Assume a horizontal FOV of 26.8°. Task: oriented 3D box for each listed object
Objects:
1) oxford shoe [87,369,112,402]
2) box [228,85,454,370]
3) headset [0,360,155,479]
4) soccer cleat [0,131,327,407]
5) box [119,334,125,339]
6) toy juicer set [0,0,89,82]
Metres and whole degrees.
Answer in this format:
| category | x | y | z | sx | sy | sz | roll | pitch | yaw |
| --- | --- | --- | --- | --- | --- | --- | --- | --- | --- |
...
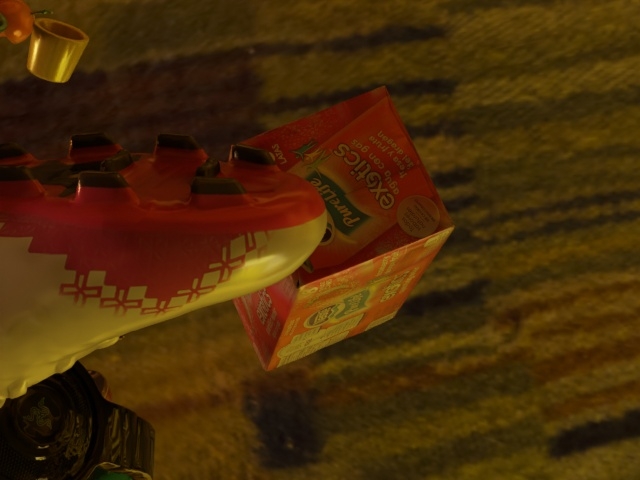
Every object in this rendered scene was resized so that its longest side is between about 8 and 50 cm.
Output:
| category | x | y | z | sx | sy | sz | roll | pitch | yaw |
| --- | --- | --- | --- | --- | --- | --- | --- | --- | --- |
| oxford shoe | -0.265 | 0.188 | 1.294 | 0.076 | 0.212 | 0.076 | 42 | 36 | -27 |
| box | 0.000 | 0.000 | 1.054 | 0.128 | 0.257 | 0.122 | -22 | 76 | -14 |
| headset | -0.294 | 0.126 | 1.071 | 0.394 | 0.243 | 0.185 | 37 | 49 | -57 |
| soccer cleat | -0.158 | 0.029 | 0.634 | 0.331 | 0.116 | 0.143 | -2 | 106 | 6 |
| box | -0.303 | 0.024 | 1.586 | 0.021 | 0.201 | 0.164 | -3 | 97 | -52 |
| toy juicer set | -0.452 | -0.281 | 1.578 | 0.329 | 0.209 | 0.089 | 4 | 118 | -41 |
